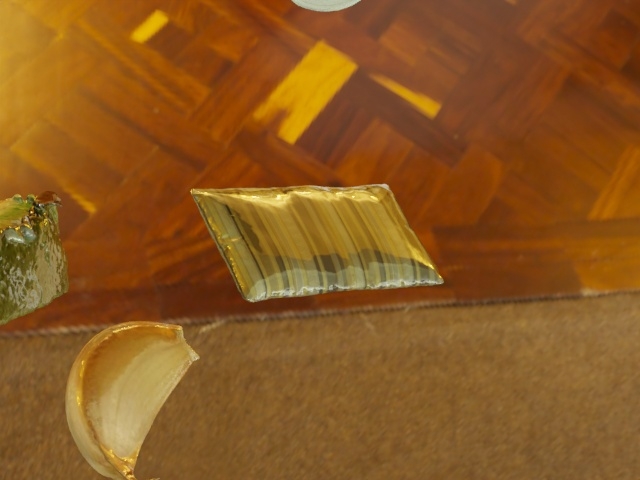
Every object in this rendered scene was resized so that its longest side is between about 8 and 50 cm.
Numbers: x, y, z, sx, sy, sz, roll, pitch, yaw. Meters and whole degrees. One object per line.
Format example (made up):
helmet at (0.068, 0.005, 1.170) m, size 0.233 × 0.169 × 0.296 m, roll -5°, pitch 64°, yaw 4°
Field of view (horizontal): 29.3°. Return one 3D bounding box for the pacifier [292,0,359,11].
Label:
pacifier at (-0.019, -0.234, 0.873) m, size 0.150 × 0.127 × 0.116 m, roll 51°, pitch 30°, yaw 3°

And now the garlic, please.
garlic at (-0.227, 0.184, 1.367) m, size 0.128 × 0.115 × 0.207 m, roll 25°, pitch 50°, yaw -12°

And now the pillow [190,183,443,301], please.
pillow at (0.000, 0.000, 0.975) m, size 0.203 × 0.038 × 0.113 m, roll -2°, pitch 50°, yaw -38°

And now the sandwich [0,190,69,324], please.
sandwich at (-0.350, 0.025, 0.835) m, size 0.301 × 0.162 × 0.250 m, roll 15°, pitch 13°, yaw 12°
